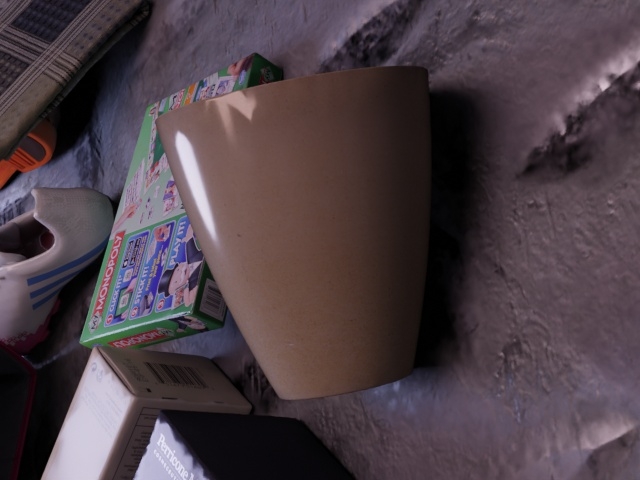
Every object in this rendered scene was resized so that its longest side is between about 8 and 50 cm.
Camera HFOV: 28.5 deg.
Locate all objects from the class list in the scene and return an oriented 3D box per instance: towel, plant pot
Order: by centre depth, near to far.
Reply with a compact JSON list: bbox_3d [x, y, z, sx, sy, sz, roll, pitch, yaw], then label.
[{"bbox_3d":[0.000,0.000,1.167,0.256,0.256,0.274,-12,90,47],"label":"plant pot"},{"bbox_3d":[-0.408,-0.237,1.711,0.324,0.056,0.312,-48,42,-12],"label":"towel"}]

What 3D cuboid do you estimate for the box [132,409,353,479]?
[{"bbox_3d":[-0.060,0.382,1.173,0.343,0.179,0.312,42,114,45],"label":"box"}]

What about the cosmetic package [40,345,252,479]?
[{"bbox_3d":[-0.216,0.280,1.391,0.113,0.160,0.309,41,112,46],"label":"cosmetic package"}]

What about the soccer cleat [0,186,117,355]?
[{"bbox_3d":[-0.393,0.039,1.657,0.331,0.143,0.116,-47,50,32],"label":"soccer cleat"}]

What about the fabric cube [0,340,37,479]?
[{"bbox_3d":[-0.560,0.245,1.627,0.258,0.254,0.259,-7,59,23],"label":"fabric cube"}]

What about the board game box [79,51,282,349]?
[{"bbox_3d":[-0.155,-0.038,1.408,0.213,0.046,0.317,-17,53,47],"label":"board game box"}]

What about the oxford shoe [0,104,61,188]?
[{"bbox_3d":[-0.492,-0.158,1.852,0.363,0.130,0.133,-11,56,41],"label":"oxford shoe"}]
